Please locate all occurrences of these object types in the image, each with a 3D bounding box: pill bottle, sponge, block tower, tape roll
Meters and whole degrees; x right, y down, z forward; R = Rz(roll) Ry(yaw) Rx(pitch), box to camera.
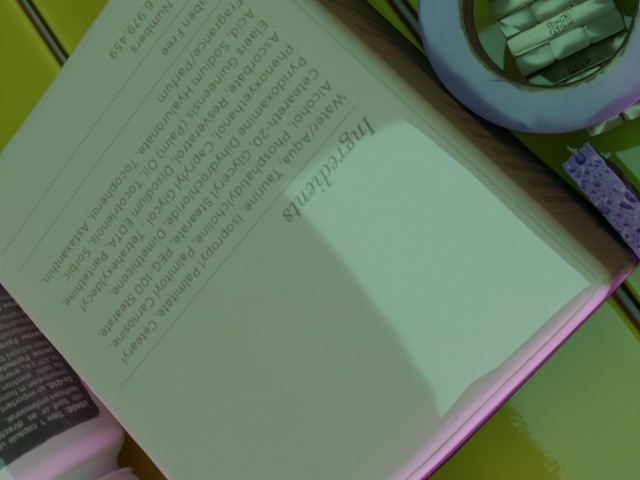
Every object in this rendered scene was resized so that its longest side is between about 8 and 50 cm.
[{"bbox_3d":[-0.337,0.186,1.009,0.204,0.204,0.361,-41,77,19],"label":"pill bottle"},{"bbox_3d":[0.282,0.015,0.773,0.031,0.117,0.210,-42,66,17],"label":"sponge"},{"bbox_3d":[0.169,-0.245,0.790,0.091,0.097,0.335,-25,92,18],"label":"block tower"},{"bbox_3d":[0.171,-0.176,0.713,0.189,0.080,0.188,3,101,14],"label":"tape roll"}]

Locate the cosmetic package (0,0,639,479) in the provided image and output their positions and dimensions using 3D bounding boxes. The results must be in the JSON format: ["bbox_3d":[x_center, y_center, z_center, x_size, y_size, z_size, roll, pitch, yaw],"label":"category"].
[{"bbox_3d":[0.000,0.000,0.795,0.393,0.329,0.327,46,107,15],"label":"cosmetic package"}]
